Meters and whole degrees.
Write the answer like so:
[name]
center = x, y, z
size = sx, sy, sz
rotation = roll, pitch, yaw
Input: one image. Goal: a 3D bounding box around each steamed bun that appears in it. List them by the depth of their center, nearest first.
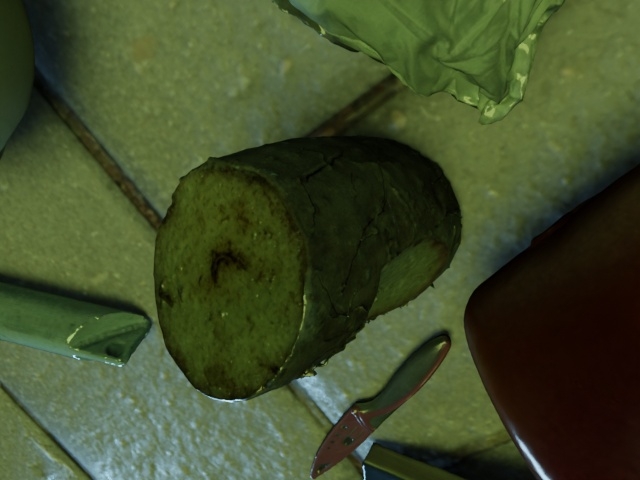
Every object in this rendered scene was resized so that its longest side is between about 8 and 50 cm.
[steamed bun]
center = 0.289, 0.132, 0.388
size = 0.379, 0.248, 0.235
rotation = 40, 119, -7

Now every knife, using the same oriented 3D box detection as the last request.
[knife]
center = 0.049, 0.172, 0.601
size = 0.035, 0.018, 0.247
rotation = 34, 120, -5

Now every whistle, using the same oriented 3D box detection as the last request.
[whistle]
center = -0.331, 0.073, 0.631
size = 0.312, 0.062, 0.062
rotation = 12, 117, 10

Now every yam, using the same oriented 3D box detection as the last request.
[yam]
center = 0.000, 0.000, 0.427
size = 0.154, 0.254, 0.153
rotation = 7, 102, 31

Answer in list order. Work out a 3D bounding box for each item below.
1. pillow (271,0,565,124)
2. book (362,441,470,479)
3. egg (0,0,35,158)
[pillow]
center = 0.043, -0.255, 0.331
size = 0.284, 0.138, 0.309
rotation = 25, 121, 3
[book]
center = 0.182, 0.428, 0.619
size = 0.300, 0.039, 0.427
rotation = 14, 121, 33
[egg]
center = -0.336, -0.128, 0.448
size = 0.219, 0.219, 0.269
rotation = 40, 124, -6
